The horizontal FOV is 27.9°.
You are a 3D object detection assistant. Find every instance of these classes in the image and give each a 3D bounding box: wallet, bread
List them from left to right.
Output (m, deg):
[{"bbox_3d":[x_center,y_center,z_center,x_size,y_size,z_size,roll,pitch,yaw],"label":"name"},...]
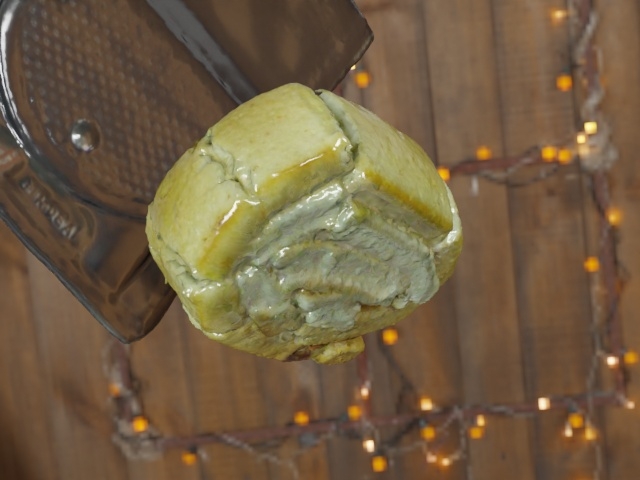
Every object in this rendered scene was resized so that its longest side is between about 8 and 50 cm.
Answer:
[{"bbox_3d":[-0.109,-0.126,0.844,0.041,0.247,0.323,-8,39,49],"label":"wallet"},{"bbox_3d":[0.000,0.000,0.576,0.156,0.117,0.064,20,30,-46],"label":"bread"}]
